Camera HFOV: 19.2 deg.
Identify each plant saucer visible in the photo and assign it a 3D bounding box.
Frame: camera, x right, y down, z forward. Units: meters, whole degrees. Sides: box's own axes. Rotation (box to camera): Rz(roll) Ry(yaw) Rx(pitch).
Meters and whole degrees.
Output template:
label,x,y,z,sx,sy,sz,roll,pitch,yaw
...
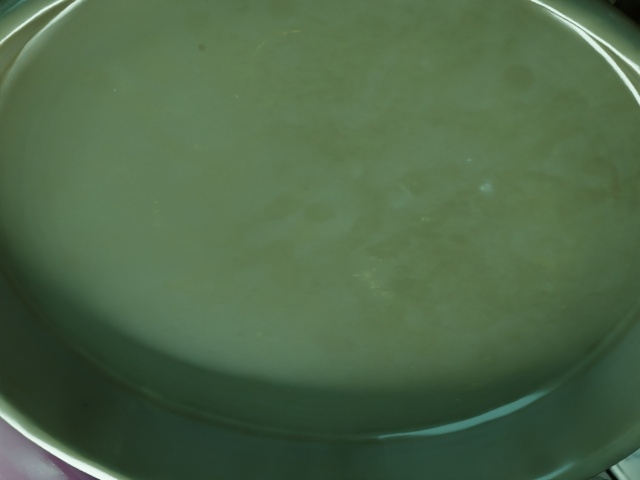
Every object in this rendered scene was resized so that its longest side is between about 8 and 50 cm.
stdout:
label,x,y,z,sx,sy,sz,roll,pitch,yaw
plant saucer,0.000,0.000,0.619,0.277,0.041,0.278,3,135,3

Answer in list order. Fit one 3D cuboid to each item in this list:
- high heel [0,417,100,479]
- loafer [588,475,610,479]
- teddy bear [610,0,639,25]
label,x,y,z,sx,sy,sz,roll,pitch,yaw
high heel,-0.105,0.157,0.887,0.181,0.127,0.377,34,156,-5
loafer,0.147,0.189,0.703,0.319,0.112,0.111,34,118,24
teddy bear,0.165,-0.118,0.526,0.245,0.113,0.338,40,153,3
